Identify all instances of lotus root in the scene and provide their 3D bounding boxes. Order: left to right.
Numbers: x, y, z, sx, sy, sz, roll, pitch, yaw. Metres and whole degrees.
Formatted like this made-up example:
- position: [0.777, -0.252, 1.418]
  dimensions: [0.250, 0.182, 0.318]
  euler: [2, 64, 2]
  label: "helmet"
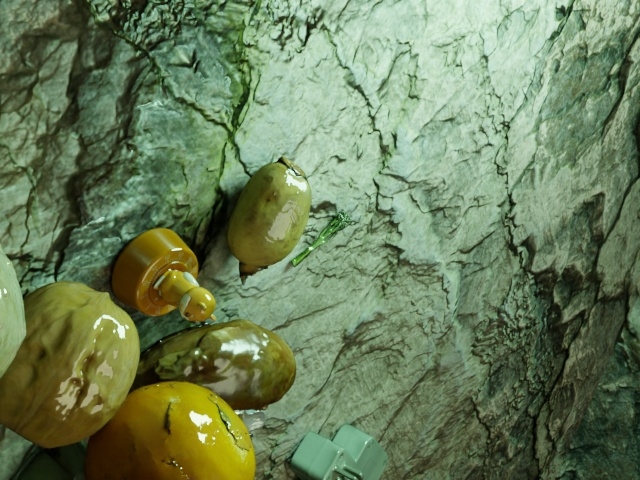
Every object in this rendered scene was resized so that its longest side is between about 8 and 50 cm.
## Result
- position: [-0.413, 0.402, 1.613]
  dimensions: [0.235, 0.119, 0.138]
  euler: [-54, 140, -6]
  label: "lotus root"
- position: [-0.085, -0.024, 1.683]
  dimensions: [0.125, 0.118, 0.221]
  euler: [15, 103, -37]
  label: "lotus root"

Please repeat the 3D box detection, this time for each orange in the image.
- position: [-0.212, 0.323, 1.520]
  dimensions: [0.246, 0.246, 0.246]
  euler: [-31, 139, -33]
  label: "orange"

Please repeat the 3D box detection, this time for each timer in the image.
- position: [-0.211, 0.072, 1.565]
  dimensions: [0.132, 0.152, 0.132]
  euler: [-31, 139, -32]
  label: "timer"

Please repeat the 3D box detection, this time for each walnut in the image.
- position: [-0.347, 0.165, 1.438]
  dimensions: [0.221, 0.195, 0.195]
  euler: [-61, 146, -5]
  label: "walnut"

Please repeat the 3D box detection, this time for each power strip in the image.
- position: [0.050, 0.509, 2.248]
  dimensions: [0.229, 0.141, 0.261]
  euler: [-58, 148, -19]
  label: "power strip"

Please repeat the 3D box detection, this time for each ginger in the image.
- position: [-0.183, 0.207, 1.706]
  dimensions: [0.321, 0.165, 0.172]
  euler: [-7, 131, -29]
  label: "ginger"

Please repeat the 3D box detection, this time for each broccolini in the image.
- position: [0.000, 0.000, 1.892]
  dimensions: [0.140, 0.030, 0.035]
  euler: [-41, 179, -14]
  label: "broccolini"

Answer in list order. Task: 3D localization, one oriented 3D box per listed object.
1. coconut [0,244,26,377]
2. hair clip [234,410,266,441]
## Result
- position: [-0.460, 0.064, 1.137]
  dimensions: [0.254, 0.297, 0.297]
  euler: [-53, 146, -2]
  label: "coconut"
- position: [-0.170, 0.398, 1.965]
  dimensions: [0.146, 0.075, 0.257]
  euler: [-15, 135, -42]
  label: "hair clip"
